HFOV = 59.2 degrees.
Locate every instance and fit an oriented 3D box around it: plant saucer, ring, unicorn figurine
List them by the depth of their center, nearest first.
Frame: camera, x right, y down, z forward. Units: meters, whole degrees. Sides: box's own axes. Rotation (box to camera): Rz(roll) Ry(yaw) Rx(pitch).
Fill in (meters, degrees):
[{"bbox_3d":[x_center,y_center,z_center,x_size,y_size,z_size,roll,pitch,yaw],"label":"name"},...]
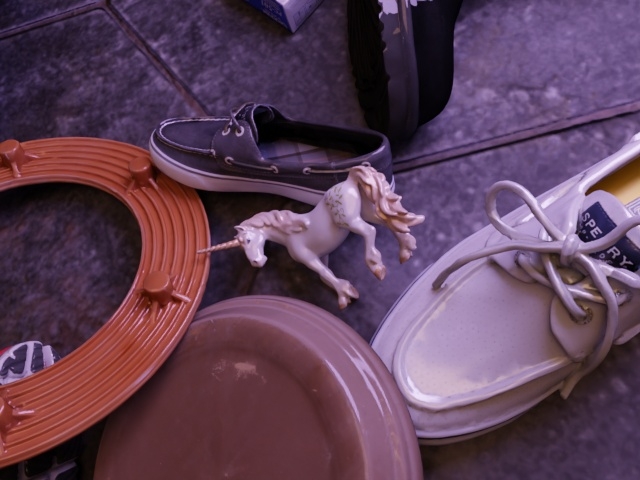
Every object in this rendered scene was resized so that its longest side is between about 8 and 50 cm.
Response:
[{"bbox_3d":[-0.065,0.172,0.406,0.278,0.041,0.277,-9,70,24],"label":"plant saucer"},{"bbox_3d":[0.000,0.000,0.454,0.162,0.060,0.111,-40,84,19],"label":"unicorn figurine"},{"bbox_3d":[-0.260,0.020,0.466,0.337,0.032,0.336,-2,50,2],"label":"ring"}]

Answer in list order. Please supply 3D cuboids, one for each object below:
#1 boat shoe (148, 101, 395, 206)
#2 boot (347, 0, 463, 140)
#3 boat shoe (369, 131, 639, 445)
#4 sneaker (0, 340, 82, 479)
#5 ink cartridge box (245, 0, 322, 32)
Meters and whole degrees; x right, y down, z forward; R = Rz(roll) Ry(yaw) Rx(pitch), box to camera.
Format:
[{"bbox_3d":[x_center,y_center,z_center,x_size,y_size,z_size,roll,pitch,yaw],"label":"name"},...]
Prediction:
[{"bbox_3d":[-0.047,-0.082,0.483,0.229,0.076,0.080,17,51,15],"label":"boat shoe"},{"bbox_3d":[0.158,-0.258,0.479,0.260,0.131,0.347,0,88,-3],"label":"boot"},{"bbox_3d":[0.179,0.013,0.375,0.367,0.156,0.135,-32,69,1],"label":"boat shoe"},{"bbox_3d":[-0.276,0.218,0.443,0.118,0.107,0.278,-3,71,18],"label":"sneaker"},{"bbox_3d":[0.000,-0.321,0.575,0.097,0.046,0.207,40,85,19],"label":"ink cartridge box"}]
